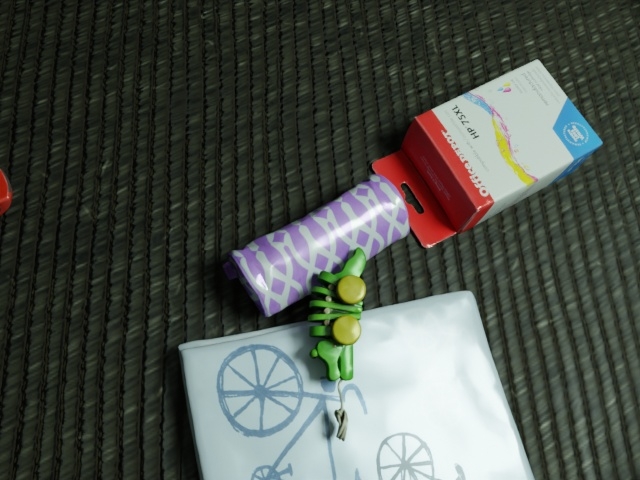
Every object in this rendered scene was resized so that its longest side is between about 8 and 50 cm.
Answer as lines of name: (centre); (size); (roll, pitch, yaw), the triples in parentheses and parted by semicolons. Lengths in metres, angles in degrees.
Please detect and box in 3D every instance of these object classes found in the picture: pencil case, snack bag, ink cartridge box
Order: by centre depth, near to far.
snack bag: (0.052, 0.221, 0.581); (0.342, 0.037, 0.323); (-12, 73, -13)
pencil case: (0.000, 0.000, 0.630); (0.206, 0.086, 0.088); (-29, 41, -17)
ink cartridge box: (0.194, -0.103, 0.688); (0.231, 0.078, 0.134); (-28, 75, -14)

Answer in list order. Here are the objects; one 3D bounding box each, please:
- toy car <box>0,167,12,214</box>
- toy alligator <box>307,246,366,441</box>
toy car: (-0.471, -0.013, 0.601); (0.224, 0.053, 0.239); (28, 69, 5)
toy alligator: (0.010, 0.096, 0.568); (0.051, 0.056, 0.190); (9, 75, -4)
